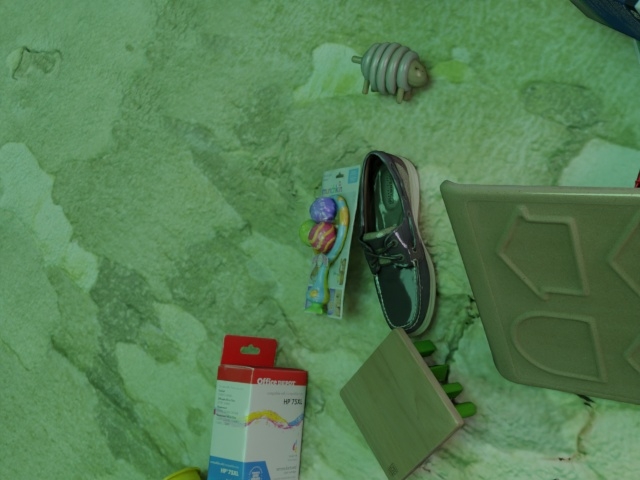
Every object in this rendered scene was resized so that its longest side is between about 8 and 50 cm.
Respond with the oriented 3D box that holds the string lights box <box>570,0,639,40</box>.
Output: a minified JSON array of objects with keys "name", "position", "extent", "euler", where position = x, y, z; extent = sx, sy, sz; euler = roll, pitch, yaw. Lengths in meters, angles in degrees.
[{"name":"string lights box","position":[0.379,-0.295,0.919],"extent":[0.076,0.133,0.259],"euler":[-53,33,15]}]

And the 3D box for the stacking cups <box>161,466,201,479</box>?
[{"name":"stacking cups","position":[-0.169,0.527,1.250],"extent":[0.096,0.096,0.316],"euler":[-46,62,21]}]

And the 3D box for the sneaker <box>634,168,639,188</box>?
[{"name":"sneaker","position":[0.401,-0.055,0.909],"extent":[0.087,0.128,0.221],"euler":[8,87,37]}]

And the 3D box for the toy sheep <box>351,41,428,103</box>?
[{"name":"toy sheep","position":[0.106,-0.266,1.203],"extent":[0.132,0.091,0.091],"euler":[18,92,19]}]

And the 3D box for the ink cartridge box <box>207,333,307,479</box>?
[{"name":"ink cartridge box","position":[-0.095,0.268,1.209],"extent":[0.078,0.134,0.230],"euler":[-1,80,38]}]

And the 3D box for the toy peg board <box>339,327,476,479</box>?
[{"name":"toy peg board","position":[0.131,0.232,1.099],"extent":[0.160,0.079,0.161],"euler":[-55,52,34]}]

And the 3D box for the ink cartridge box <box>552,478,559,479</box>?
[{"name":"ink cartridge box","position":[0.194,0.476,0.999],"extent":[0.371,0.069,0.175],"euler":[-39,60,21]}]

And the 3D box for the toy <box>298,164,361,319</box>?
[{"name":"toy","position":[0.000,0.000,1.214],"extent":[0.137,0.056,0.237],"euler":[0,84,64]}]

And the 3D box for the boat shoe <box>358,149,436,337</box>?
[{"name":"boat shoe","position":[0.102,0.001,1.143],"extent":[0.103,0.092,0.285],"euler":[-14,71,36]}]

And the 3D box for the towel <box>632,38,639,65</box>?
[{"name":"towel","position":[0.479,-0.236,0.960],"extent":[0.152,0.023,0.113],"euler":[-18,72,31]}]

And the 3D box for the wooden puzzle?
[{"name":"wooden puzzle","position":[0.328,0.059,0.878],"extent":[0.348,0.322,0.080],"euler":[8,44,40]}]
